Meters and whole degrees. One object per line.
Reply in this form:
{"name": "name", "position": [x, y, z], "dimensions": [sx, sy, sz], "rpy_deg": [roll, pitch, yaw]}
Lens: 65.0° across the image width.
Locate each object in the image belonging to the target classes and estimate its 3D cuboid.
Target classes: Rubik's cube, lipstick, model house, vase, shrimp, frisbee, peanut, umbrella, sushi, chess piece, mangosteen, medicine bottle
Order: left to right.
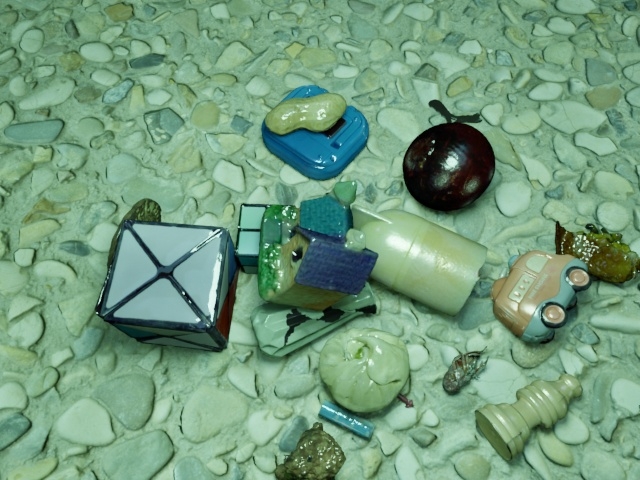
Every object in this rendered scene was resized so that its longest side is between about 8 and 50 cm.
{"name": "Rubik's cube", "position": [-0.414, 0.135, 1.439], "dimensions": [0.311, 0.305, 0.306], "rpy_deg": [6, 70, 0]}
{"name": "Rubik's cube", "position": [-0.159, -0.001, 1.564], "dimensions": [0.184, 0.167, 0.180], "rpy_deg": [4, 67, 3]}
{"name": "peanut", "position": [-0.046, -0.409, 1.651], "dimensions": [0.275, 0.111, 0.124], "rpy_deg": [-12, 82, -1]}
{"name": "vase", "position": [-0.019, 0.222, 1.485], "dimensions": [0.361, 0.165, 0.165], "rpy_deg": [-17, 68, -12]}
{"name": "model house", "position": [0.000, 0.000, 1.335], "dimensions": [0.245, 0.280, 0.311], "rpy_deg": [17, 58, -27]}
{"name": "lipstick", "position": [0.074, 0.503, 1.413], "dimensions": [0.158, 0.048, 0.048], "rpy_deg": [24, 69, 9]}
{"name": "umbrella", "position": [0.200, 0.429, 1.458], "dimensions": [0.165, 0.025, 0.027], "rpy_deg": [35, 54, 12]}
{"name": "medicine bottle", "position": [0.262, 0.040, 1.509], "dimensions": [0.407, 0.235, 0.235], "rpy_deg": [26, 69, 10]}
{"name": "mangosteen", "position": [0.413, -0.225, 1.607], "dimensions": [0.297, 0.293, 0.297], "rpy_deg": [-23, 40, 21]}
{"name": "frisbee", "position": [0.499, -0.434, 1.833], "dimensions": [0.188, 0.012, 0.210], "rpy_deg": [-4, 67, -3]}
{"name": "shrimp", "position": [0.427, 0.368, 1.462], "dimensions": [0.190, 0.074, 0.073], "rpy_deg": [-33, 38, -24]}
{"name": "chess piece", "position": [0.597, 0.463, 1.403], "dimensions": [0.308, 0.124, 0.139], "rpy_deg": [-27, 37, -15]}
{"name": "sushi", "position": [0.860, 0.032, 1.563], "dimensions": [0.297, 0.167, 0.179], "rpy_deg": [20, 91, 15]}

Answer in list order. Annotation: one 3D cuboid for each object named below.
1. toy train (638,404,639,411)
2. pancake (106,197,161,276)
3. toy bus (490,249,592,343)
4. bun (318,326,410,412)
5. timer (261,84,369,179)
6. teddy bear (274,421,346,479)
{"name": "toy train", "position": [0.922, 0.511, 1.427], "dimensions": [0.017, 0.017, 0.083], "rpy_deg": [2, 67, 3]}
{"name": "pancake", "position": [-0.564, 0.009, 1.529], "dimensions": [0.033, 0.286, 0.287], "rpy_deg": [18, 110, 2]}
{"name": "toy bus", "position": [0.640, 0.156, 1.494], "dimensions": [0.232, 0.194, 0.287], "rpy_deg": [31, 74, 27]}
{"name": "bun", "position": [0.119, 0.350, 1.403], "dimensions": [0.260, 0.160, 0.259], "rpy_deg": [-5, 57, 7]}
{"name": "timer", "position": [-0.019, -0.389, 1.760], "dimensions": [0.340, 0.115, 0.309], "rpy_deg": [36, 69, 15]}
{"name": "teddy bear", "position": [-0.064, 0.636, 1.264], "dimensions": [0.296, 0.246, 0.222], "rpy_deg": [-23, 95, -20]}
